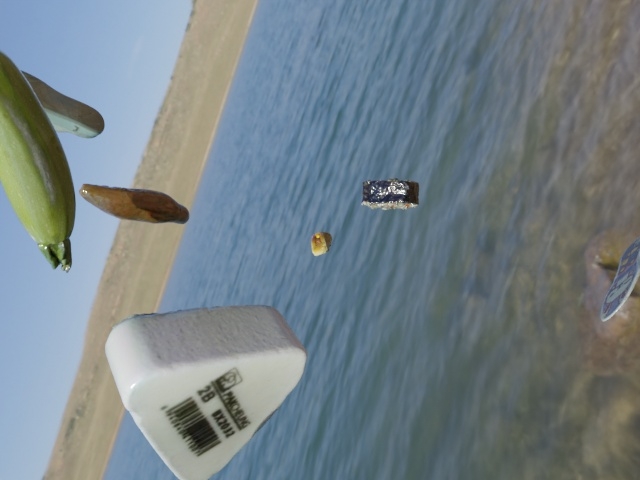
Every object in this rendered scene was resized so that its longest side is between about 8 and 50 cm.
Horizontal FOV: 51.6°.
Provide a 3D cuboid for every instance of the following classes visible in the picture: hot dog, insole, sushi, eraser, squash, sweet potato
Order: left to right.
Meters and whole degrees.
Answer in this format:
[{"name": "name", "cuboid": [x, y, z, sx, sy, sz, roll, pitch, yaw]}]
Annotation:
[{"name": "squash", "cuboid": [-0.380, -0.102, 0.870, 0.094, 0.094, 0.341, -89, -10, -56]}, {"name": "sweet potato", "cuboid": [-0.302, -0.058, 1.166, 0.078, 0.255, 0.058, -8, 79, 30]}, {"name": "eraser", "cuboid": [-0.223, 0.241, 1.135, 0.150, 0.331, 0.331, 50, 125, 47]}, {"name": "hot dog", "cuboid": [0.000, 0.000, 1.228, 0.030, 0.034, 0.090, -23, 13, 12]}, {"name": "sushi", "cuboid": [0.183, -0.119, 1.729, 0.090, 0.150, 0.078, 16, -104, -71]}, {"name": "insole", "cuboid": [0.394, 0.043, 0.856, 0.197, 0.004, 0.065, -43, -12, -46]}]

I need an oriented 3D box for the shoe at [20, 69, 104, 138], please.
[{"name": "shoe", "cuboid": [-0.469, -0.217, 1.125, 0.078, 0.195, 0.079, -41, 46, 32]}]
